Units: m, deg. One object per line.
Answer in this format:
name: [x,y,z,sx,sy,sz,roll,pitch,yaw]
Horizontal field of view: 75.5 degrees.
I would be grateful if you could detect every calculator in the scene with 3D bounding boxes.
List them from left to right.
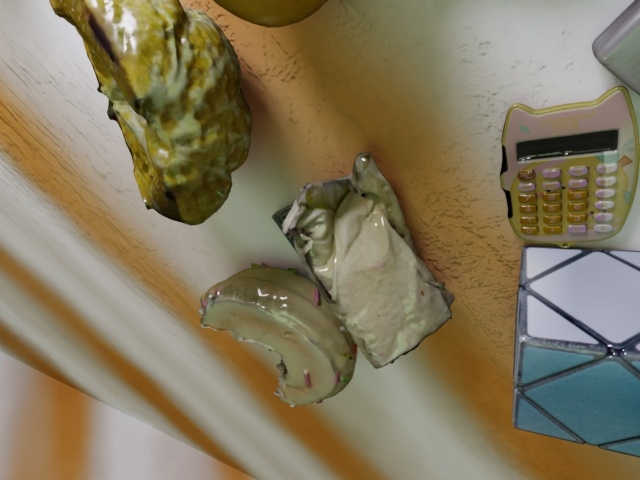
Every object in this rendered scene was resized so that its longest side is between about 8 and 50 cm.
calculator: [0.327,-0.084,0.555,0.157,0.033,0.236,-2,127,28]

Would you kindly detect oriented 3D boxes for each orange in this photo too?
orange: [-0.213,-0.201,0.608,0.271,0.210,0.368,42,148,50]

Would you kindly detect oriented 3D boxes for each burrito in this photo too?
burrito: [0.078,0.029,0.694,0.190,0.135,0.331,-32,106,4]

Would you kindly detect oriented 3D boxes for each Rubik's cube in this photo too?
Rubik's cube: [0.388,0.148,0.588,0.205,0.207,0.205,4,128,26]

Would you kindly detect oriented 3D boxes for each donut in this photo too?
donut: [-0.073,0.201,0.912,0.307,0.150,0.371,-27,110,40]

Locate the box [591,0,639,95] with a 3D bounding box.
box: [0.389,-0.245,0.374,0.103,0.055,0.243,37,133,-3]

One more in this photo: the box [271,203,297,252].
box: [0.000,0.000,0.790,0.115,0.036,0.177,-20,115,36]

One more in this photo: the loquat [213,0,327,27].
loquat: [-0.049,-0.346,0.419,0.244,0.244,0.244,15,131,17]
